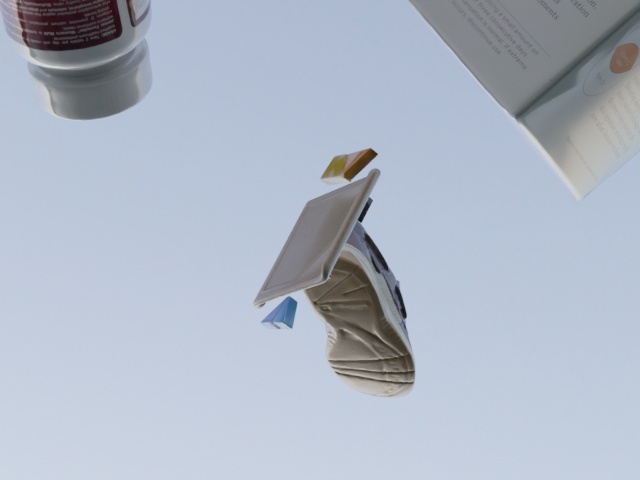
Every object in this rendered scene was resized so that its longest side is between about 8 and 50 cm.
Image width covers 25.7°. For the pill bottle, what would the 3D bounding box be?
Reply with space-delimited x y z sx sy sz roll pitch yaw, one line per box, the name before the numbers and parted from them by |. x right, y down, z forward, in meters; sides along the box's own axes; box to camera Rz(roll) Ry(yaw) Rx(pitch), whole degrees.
pill bottle | -0.200 -0.213 1.117 0.121 0.121 0.221 -9 -50 -4

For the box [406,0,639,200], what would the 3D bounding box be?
box | 0.253 -0.225 1.052 0.345 0.168 0.215 -41 -26 8

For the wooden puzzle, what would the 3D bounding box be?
wooden puzzle | 0.000 0.000 0.691 0.014 0.116 0.078 38 -24 -16

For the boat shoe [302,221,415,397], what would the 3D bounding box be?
boat shoe | 0.048 0.072 1.513 0.102 0.092 0.285 0 -36 21
